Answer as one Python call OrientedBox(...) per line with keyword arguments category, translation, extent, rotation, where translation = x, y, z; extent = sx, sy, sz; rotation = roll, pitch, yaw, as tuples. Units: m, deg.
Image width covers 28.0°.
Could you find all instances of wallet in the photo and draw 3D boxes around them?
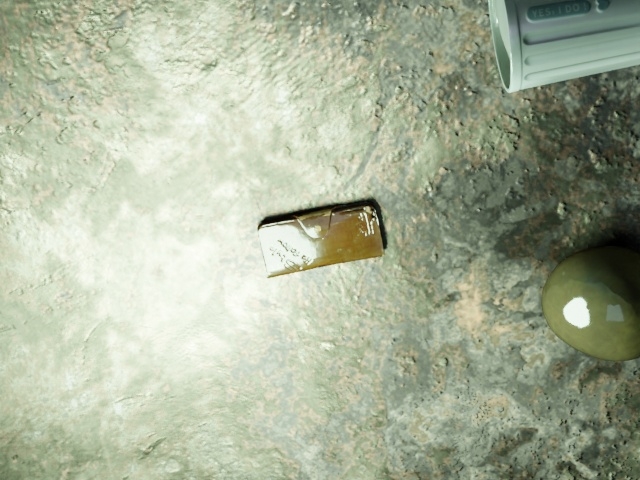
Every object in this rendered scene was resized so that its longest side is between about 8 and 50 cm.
OrientedBox(category="wallet", translation=(0.000, 0.000, 1.850), extent=(0.176, 0.026, 0.095), rotation=(-9, 118, 5))

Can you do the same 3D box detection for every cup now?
OrientedBox(category="cup", translation=(0.314, -0.305, 1.592), extent=(0.202, 0.167, 0.221), rotation=(-9, 122, 2))

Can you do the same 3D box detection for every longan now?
OrientedBox(category="longan", translation=(0.410, 0.089, 1.829), extent=(0.189, 0.189, 0.189), rotation=(0, 121, 0))
